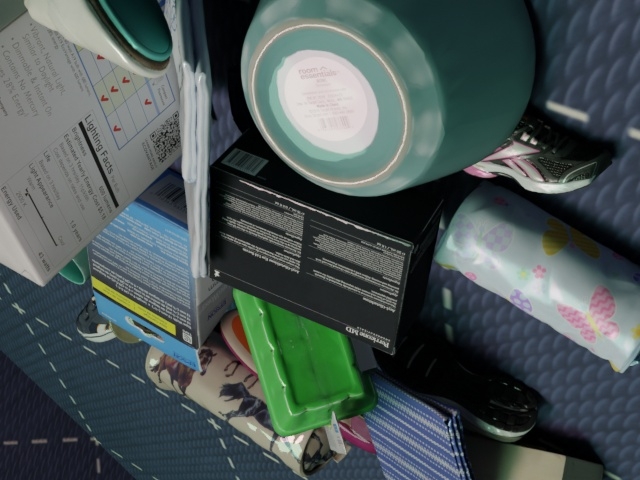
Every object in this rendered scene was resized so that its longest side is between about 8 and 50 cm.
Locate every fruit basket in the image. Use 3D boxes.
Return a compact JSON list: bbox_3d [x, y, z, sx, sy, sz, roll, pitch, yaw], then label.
[{"bbox_3d":[-0.013,0.154,1.581,0.353,0.165,0.327,68,-176,-81],"label":"fruit basket"}]

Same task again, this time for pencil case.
[{"bbox_3d":[-0.134,0.299,2.053,0.410,0.160,0.183,27,174,24],"label":"pencil case"},{"bbox_3d":[0.266,0.042,1.237,0.273,0.113,0.124,31,129,16],"label":"pencil case"}]

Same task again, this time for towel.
[{"bbox_3d":[0.160,0.338,1.631,0.243,0.040,0.336,25,141,49],"label":"towel"}]

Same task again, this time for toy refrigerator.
[{"bbox_3d":[0.293,0.355,1.651,0.102,0.094,0.269,20,168,-38],"label":"toy refrigerator"}]

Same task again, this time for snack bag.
[{"bbox_3d":[-0.160,-0.179,1.275,0.037,0.323,0.343,-3,140,-9],"label":"snack bag"}]

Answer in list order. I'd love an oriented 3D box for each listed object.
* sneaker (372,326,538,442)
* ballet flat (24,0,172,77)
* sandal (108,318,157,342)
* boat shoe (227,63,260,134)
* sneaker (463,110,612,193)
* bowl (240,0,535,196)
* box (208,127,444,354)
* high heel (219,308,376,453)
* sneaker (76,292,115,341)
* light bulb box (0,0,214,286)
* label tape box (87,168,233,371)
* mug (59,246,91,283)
[{"bbox_3d":[0.195,0.226,1.612,0.271,0.100,0.108,30,155,18],"label":"sneaker"},{"bbox_3d":[-0.294,-0.325,1.196,0.400,0.139,0.139,62,155,12],"label":"ballet flat"},{"bbox_3d":[-0.300,0.119,1.981,0.302,0.086,0.120,-29,114,38],"label":"sandal"},{"bbox_3d":[-0.014,-0.103,1.387,0.158,0.127,0.341,22,138,37],"label":"boat shoe"},{"bbox_3d":[0.221,-0.103,1.143,0.178,0.072,0.077,10,129,35],"label":"sneaker"},{"bbox_3d":[0.044,-0.167,1.075,0.311,0.163,0.312,17,129,22],"label":"bowl"},{"bbox_3d":[0.000,0.000,1.283,0.261,0.103,0.184,22,132,17],"label":"box"},{"bbox_3d":[-0.022,0.260,1.905,0.377,0.127,0.181,34,157,20],"label":"high heel"},{"bbox_3d":[-0.417,0.123,2.188,0.321,0.126,0.127,-12,128,43],"label":"sneaker"},{"bbox_3d":[-0.373,-0.204,1.414,0.225,0.361,0.358,25,148,31],"label":"light bulb box"},{"bbox_3d":[-0.279,0.036,1.845,0.249,0.115,0.348,27,140,22],"label":"label tape box"},{"bbox_3d":[-0.492,-0.001,2.129,0.129,0.097,0.158,21,145,34],"label":"mug"}]
